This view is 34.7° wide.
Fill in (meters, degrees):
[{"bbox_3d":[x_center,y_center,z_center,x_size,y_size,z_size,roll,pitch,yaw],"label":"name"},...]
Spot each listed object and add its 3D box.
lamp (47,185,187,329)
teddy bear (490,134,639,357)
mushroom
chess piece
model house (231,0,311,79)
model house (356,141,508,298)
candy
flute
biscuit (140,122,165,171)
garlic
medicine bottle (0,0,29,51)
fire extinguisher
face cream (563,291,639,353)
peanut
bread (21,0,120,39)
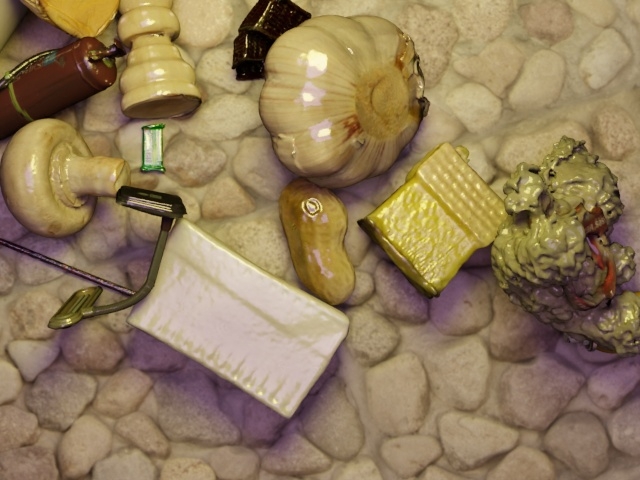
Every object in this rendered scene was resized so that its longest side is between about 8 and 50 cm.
[{"bbox_3d":[-0.337,0.028,1.744,0.124,0.203,0.283,28,99,-15],"label":"lamp"},{"bbox_3d":[0.432,-0.027,1.725,0.357,0.224,0.368,40,56,-33],"label":"teddy bear"},{"bbox_3d":[-0.447,-0.098,1.761,0.209,0.206,0.206,28,87,33],"label":"mushroom"},{"bbox_3d":[-0.299,-0.354,1.821,0.142,0.143,0.261,-10,81,-2],"label":"chess piece"},{"bbox_3d":[-0.092,-0.358,1.809,0.106,0.152,0.165,30,86,6],"label":"model house"},{"bbox_3d":[0.209,-0.042,1.791,0.234,0.175,0.193,-44,89,1],"label":"model house"},{"bbox_3d":[-0.143,0.134,1.793,0.358,0.145,0.208,30,89,0],"label":"candy"},{"bbox_3d":[-0.455,0.050,1.853,0.269,0.014,0.014,22,88,-1],"label":"flute"},{"bbox_3d":[-0.304,-0.169,1.862,0.046,0.016,0.089,0,89,-3],"label":"biscuit"},{"bbox_3d":[0.032,-0.237,1.753,0.321,0.241,0.322,5,79,-24],"label":"garlic"},{"bbox_3d":[-0.587,-0.469,1.769,0.208,0.208,0.340,33,87,0],"label":"medicine bottle"},{"bbox_3d":[-0.467,-0.269,1.753,0.341,0.141,0.105,-22,100,19],"label":"fire extinguisher"},{"bbox_3d":[0.606,0.138,1.831,0.348,0.105,0.105,-9,88,-1],"label":"face cream"},{"bbox_3d":[0.000,0.000,1.818,0.120,0.110,0.237,-20,90,-11],"label":"peanut"},{"bbox_3d":[-0.431,-0.427,1.722,0.114,0.190,0.132,39,91,21],"label":"bread"}]
